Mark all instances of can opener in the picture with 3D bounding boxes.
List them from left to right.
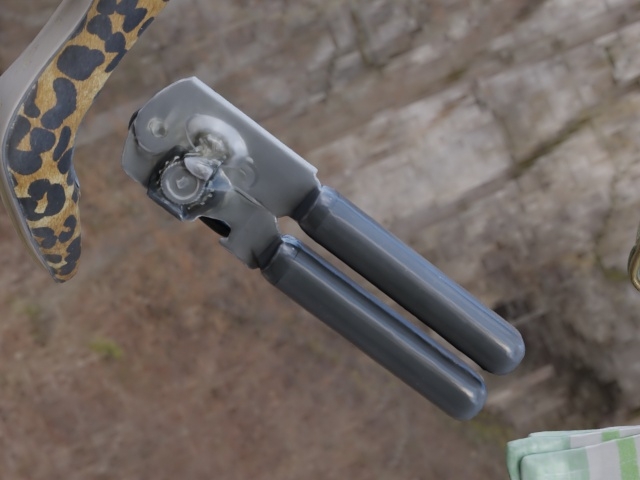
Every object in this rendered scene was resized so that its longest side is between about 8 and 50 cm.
[{"bbox_3d":[0.000,0.000,1.073,0.283,0.076,0.095,37,10,-5],"label":"can opener"}]

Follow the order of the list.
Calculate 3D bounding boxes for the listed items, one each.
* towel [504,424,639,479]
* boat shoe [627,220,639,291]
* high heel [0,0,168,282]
[{"bbox_3d":[0.298,0.207,1.102,0.038,0.325,0.248,69,11,-55],"label":"towel"},{"bbox_3d":[0.308,-0.051,1.073,0.104,0.089,0.285,44,-47,0],"label":"boat shoe"},{"bbox_3d":[-0.123,-0.096,1.062,0.093,0.186,0.261,-124,-159,-52],"label":"high heel"}]
